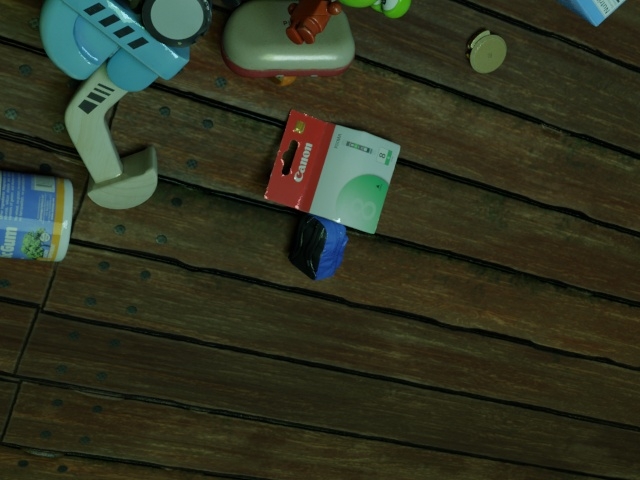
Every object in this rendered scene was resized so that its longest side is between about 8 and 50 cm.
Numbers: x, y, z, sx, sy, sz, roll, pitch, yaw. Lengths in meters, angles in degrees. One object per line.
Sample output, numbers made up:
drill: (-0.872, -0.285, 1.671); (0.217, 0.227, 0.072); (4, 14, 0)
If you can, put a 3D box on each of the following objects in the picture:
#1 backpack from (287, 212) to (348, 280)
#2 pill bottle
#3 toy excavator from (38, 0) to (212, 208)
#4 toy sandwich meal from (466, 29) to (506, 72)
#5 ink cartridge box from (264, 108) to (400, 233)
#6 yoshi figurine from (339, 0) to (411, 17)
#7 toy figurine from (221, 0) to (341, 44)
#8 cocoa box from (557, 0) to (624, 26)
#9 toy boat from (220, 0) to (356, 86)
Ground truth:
backpack: (0.000, 0.000, 1.974); (0.101, 0.098, 0.120); (-17, 129, -44)
pill bottle: (-0.572, -0.048, 1.719); (0.271, 0.152, 0.152); (5, 117, -21)
toy excavator: (-0.344, -0.302, 1.641); (0.445, 0.222, 0.433); (-38, 125, 22)
toy sandwich meal: (0.314, -0.359, 1.905); (0.085, 0.029, 0.086); (-11, 125, -17)
ink cartridge box: (0.026, -0.129, 1.893); (0.224, 0.056, 0.181); (17, 89, -28)
yoshi figurine: (0.093, -0.533, 1.644); (0.202, 0.204, 0.362); (1, 123, 0)
toy figurine: (-0.046, -0.434, 1.547); (0.209, 0.213, 0.148); (27, 66, -2)
cocoa box: (0.395, -0.548, 1.627); (0.228, 0.347, 0.231); (-43, 124, 10)
toy boat: (-0.061, -0.328, 1.750); (0.231, 0.151, 0.151); (-3, 149, -17)
